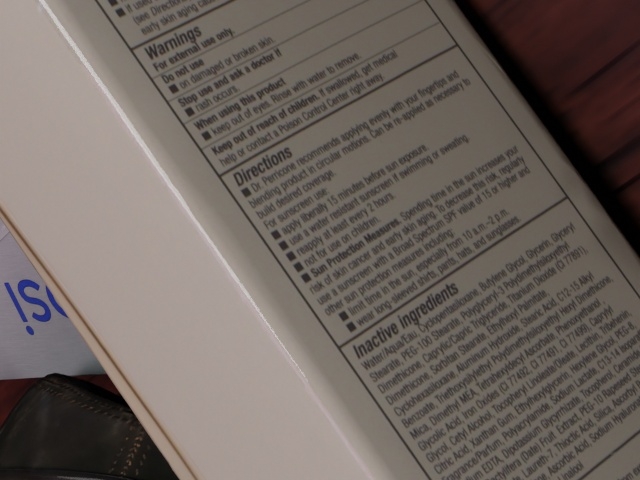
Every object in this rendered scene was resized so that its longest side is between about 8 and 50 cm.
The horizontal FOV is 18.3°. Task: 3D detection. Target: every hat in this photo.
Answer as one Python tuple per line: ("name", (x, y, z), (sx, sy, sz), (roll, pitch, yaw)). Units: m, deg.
("hat", (-0.079, 0.134, 0.849), (0.331, 0.134, 0.331), (17, 161, 6))

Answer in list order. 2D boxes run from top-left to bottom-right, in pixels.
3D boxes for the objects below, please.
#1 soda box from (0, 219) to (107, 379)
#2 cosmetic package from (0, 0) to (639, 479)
("soda box", (-0.127, 0.003, 0.917), (0.286, 0.091, 0.098), (-6, 112, 46))
("cosmetic package", (0.000, 0.000, 0.725), (0.309, 0.160, 0.113), (55, 143, 7))
